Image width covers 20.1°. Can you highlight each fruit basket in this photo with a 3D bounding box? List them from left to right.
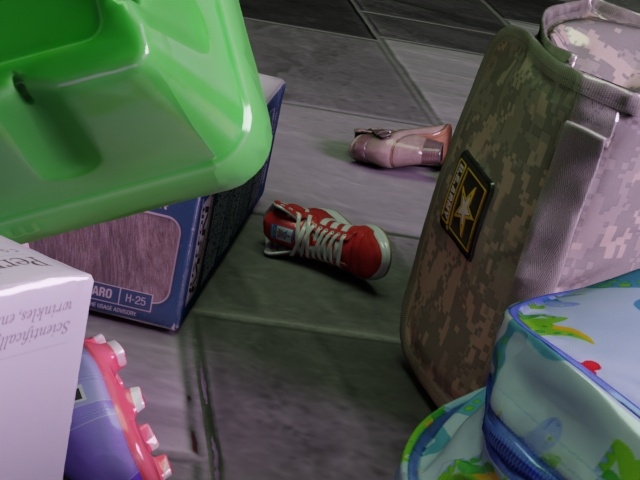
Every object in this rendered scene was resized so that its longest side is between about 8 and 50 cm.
[{"bbox_3d":[-0.228,-0.120,1.029,0.392,0.283,0.392,-14,-8,-2],"label":"fruit basket"}]

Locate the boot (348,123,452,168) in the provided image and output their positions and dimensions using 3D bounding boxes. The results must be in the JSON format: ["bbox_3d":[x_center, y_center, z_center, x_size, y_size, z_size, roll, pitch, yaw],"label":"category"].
[{"bbox_3d":[0.073,-0.090,1.667,0.087,0.042,0.118,6,9,10],"label":"boot"}]

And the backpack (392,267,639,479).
[{"bbox_3d":[0.155,0.134,0.701,0.355,0.273,0.290,-20,54,-39],"label":"backpack"}]

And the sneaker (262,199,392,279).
[{"bbox_3d":[0.000,0.000,1.321,0.067,0.042,0.118,6,10,-30],"label":"sneaker"}]

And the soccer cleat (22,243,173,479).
[{"bbox_3d":[-0.157,0.076,0.948,0.095,0.083,0.248,-27,36,-15],"label":"soccer cleat"}]

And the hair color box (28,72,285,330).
[{"bbox_3d":[-0.141,-0.054,1.294,0.173,0.105,0.347,13,17,4],"label":"hair color box"}]

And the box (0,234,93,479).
[{"bbox_3d":[-0.196,0.089,0.671,0.119,0.182,0.181,22,19,31],"label":"box"}]

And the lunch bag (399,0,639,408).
[{"bbox_3d":[0.160,-0.018,1.156,0.169,0.235,0.287,22,19,15],"label":"lunch bag"}]
